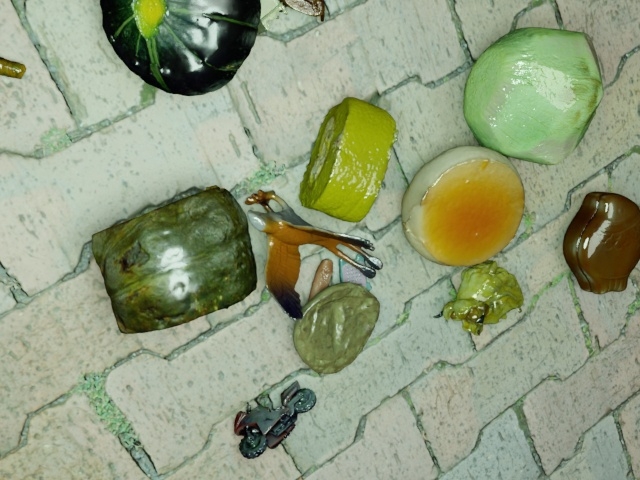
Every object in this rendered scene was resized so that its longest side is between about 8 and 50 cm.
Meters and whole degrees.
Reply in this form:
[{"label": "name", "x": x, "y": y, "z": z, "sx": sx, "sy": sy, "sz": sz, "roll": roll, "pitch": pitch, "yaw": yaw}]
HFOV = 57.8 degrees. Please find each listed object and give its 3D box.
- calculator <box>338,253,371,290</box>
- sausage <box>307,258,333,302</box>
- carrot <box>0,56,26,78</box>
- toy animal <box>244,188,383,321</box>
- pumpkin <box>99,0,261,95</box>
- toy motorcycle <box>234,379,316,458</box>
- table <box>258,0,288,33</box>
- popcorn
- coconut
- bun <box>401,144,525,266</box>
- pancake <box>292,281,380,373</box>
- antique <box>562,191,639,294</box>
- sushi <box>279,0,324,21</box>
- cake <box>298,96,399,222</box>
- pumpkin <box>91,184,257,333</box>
[{"label": "calculator", "x": 0.080, "y": 0.103, "z": 1.395, "sx": 0.094, "sy": 0.019, "sz": 0.141, "roll": -10, "pitch": 103, "yaw": -22}, {"label": "sausage", "x": -0.006, "y": 0.133, "z": 1.356, "sx": 0.043, "sy": 0.043, "sz": 0.186, "roll": 12, "pitch": 96, "yaw": -22}, {"label": "carrot", "x": -0.622, "y": -0.324, "z": 1.039, "sx": 0.170, "sy": 0.042, "sz": 0.042, "roll": 10, "pitch": 96, "yaw": -22}, {"label": "toy animal", "x": -0.018, "y": -0.016, "z": 1.255, "sx": 0.302, "sy": 0.284, "sz": 0.225, "roll": 44, "pitch": 110, "yaw": 11}, {"label": "pumpkin", "x": -0.241, "y": -0.424, "z": 1.071, "sx": 0.295, "sy": 0.296, "sz": 0.296, "roll": -4, "pitch": 101, "yaw": -20}, {"label": "toy motorcycle", "x": -0.112, "y": 0.406, "z": 1.340, "sx": 0.213, "sy": 0.122, "sz": 0.082, "roll": -36, "pitch": 134, "yaw": -24}, {"label": "table", "x": -0.119, "y": -0.476, "z": 1.180, "sx": 0.062, "sy": 0.079, "sz": 0.083, "roll": -42, "pitch": 113, "yaw": -7}, {"label": "popcorn", "x": 0.408, "y": 0.154, "z": 1.467, "sx": 0.195, "sy": 0.173, "sz": 0.168, "roll": -51, "pitch": 134, "yaw": -15}, {"label": "coconut", "x": 0.500, "y": -0.330, "z": 1.331, "sx": 0.328, "sy": 0.281, "sz": 0.329, "roll": -5, "pitch": 108, "yaw": -16}, {"label": "bun", "x": 0.320, "y": -0.087, "z": 1.370, "sx": 0.298, "sy": 0.165, "sz": 0.299, "roll": -6, "pitch": 115, "yaw": -12}, {"label": "pancake", "x": 0.036, "y": 0.204, "z": 1.357, "sx": 0.241, "sy": 0.050, "sz": 0.242, "roll": -12, "pitch": 114, "yaw": -30}, {"label": "antique", "x": 0.764, "y": 0.003, "z": 1.574, "sx": 0.223, "sy": 0.129, "sz": 0.278, "roll": -10, "pitch": 103, "yaw": -19}, {"label": "sushi", "x": -0.042, "y": -0.506, "z": 1.219, "sx": 0.120, "sy": 0.055, "sz": 0.052, "roll": 16, "pitch": 105, "yaw": -12}, {"label": "cake", "x": 0.063, "y": -0.174, "z": 1.250, "sx": 0.156, "sy": 0.179, "sz": 0.261, "roll": 16, "pitch": 95, "yaw": -23}, {"label": "pumpkin", "x": -0.262, "y": 0.036, "z": 1.120, "sx": 0.256, "sy": 0.303, "sz": 0.225, "roll": -16, "pitch": 101, "yaw": 22}]
